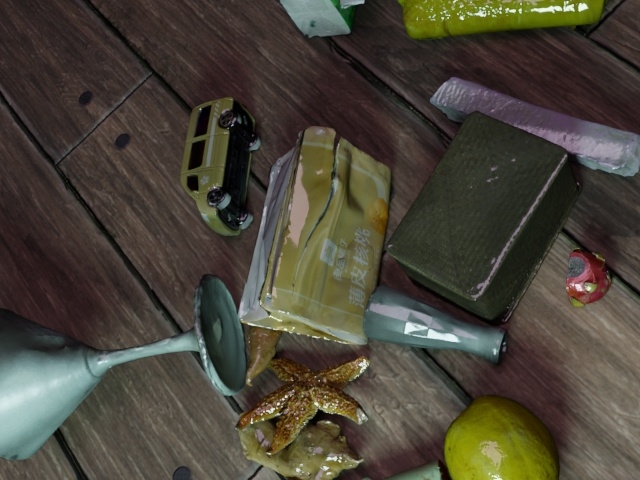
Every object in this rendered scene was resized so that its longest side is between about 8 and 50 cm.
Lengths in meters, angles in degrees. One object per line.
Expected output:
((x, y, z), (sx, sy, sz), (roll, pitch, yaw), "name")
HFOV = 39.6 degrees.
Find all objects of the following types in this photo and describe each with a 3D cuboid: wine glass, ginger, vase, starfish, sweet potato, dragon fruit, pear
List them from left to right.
((-0.344, 0.193, 1.463), (0.406, 0.267, 0.267), (-15, 62, 10), "wine glass")
((-0.093, 0.148, 1.478), (0.068, 0.060, 0.206), (-32, 37, 44), "sweet potato")
((-0.037, 0.319, 1.380), (0.214, 0.059, 0.133), (37, 93, 33), "ginger")
((-0.029, 0.239, 1.393), (0.227, 0.043, 0.240), (-34, 36, -26), "starfish")
((0.178, 0.134, 1.361), (0.214, 0.086, 0.086), (14, 73, 23), "vase")
((0.247, 0.297, 1.216), (0.149, 0.149, 0.162), (-36, 59, 4), "pear")
((0.398, 0.054, 1.314), (0.060, 0.056, 0.083), (6, 68, 26), "dragon fruit")

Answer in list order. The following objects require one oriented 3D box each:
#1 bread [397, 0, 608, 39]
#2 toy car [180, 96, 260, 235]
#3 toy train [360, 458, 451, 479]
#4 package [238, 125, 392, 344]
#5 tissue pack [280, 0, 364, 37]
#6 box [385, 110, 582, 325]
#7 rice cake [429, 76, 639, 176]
((0.314, -0.446, 1.547), (0.383, 0.112, 0.166), (1, 67, 23), "bread")
((-0.190, -0.131, 1.624), (0.124, 0.101, 0.257), (-7, 63, 25), "toy car")
((0.083, 0.418, 1.260), (0.285, 0.116, 0.177), (-24, 48, 13), "toy train")
((-0.004, -0.012, 1.425), (0.221, 0.165, 0.311), (11, 70, 3), "package")
((0.030, -0.514, 1.677), (0.156, 0.148, 0.209), (1, 67, 25), "tissue pack")
((0.256, -0.033, 1.366), (0.184, 0.143, 0.273), (28, 81, 31), "box")
((0.349, -0.185, 1.445), (0.365, 0.056, 0.073), (24, 83, 30), "rice cake")
